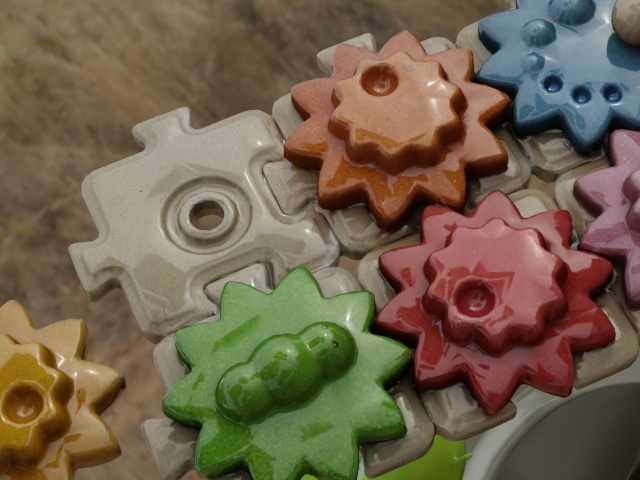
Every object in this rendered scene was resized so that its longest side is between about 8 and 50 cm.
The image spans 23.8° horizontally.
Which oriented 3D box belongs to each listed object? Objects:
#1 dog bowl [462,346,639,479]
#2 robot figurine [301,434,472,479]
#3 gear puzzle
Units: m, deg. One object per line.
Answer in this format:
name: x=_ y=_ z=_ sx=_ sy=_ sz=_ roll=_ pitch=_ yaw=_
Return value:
dog bowl: x=0.225 y=0.219 z=0.716 sx=0.150 sy=0.408 sz=0.408 roll=-9 pitch=-3 yaw=-37
robot figurine: x=0.019 y=0.093 z=0.716 sx=0.115 sy=0.067 sz=0.101 roll=30 pitch=110 yaw=33
gear puzzle: x=0.000 y=0.000 z=0.540 sx=0.338 sy=0.044 sz=0.175 roll=-22 pitch=60 yaw=-9
